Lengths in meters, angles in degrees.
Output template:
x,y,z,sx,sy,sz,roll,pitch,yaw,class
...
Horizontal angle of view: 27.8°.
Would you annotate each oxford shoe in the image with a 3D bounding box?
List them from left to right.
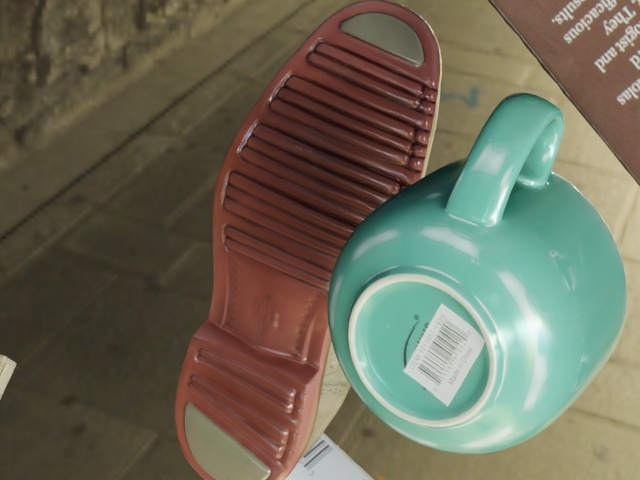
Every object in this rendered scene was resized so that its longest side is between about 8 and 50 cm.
x,y,z,sx,sy,sz,roll,pitch,yaw,class
0.000,0.000,0.867,0.123,0.348,0.130,30,24,16,oxford shoe

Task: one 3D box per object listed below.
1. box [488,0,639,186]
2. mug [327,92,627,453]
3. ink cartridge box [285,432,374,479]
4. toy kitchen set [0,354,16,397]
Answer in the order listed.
x,y,z,sx,sy,sz,roll,pitch,yaw,class
0.180,-0.165,0.642,0.191,0.143,0.381,-31,82,-45,box
0.064,0.022,0.607,0.129,0.158,0.097,-12,12,35,mug
0.021,0.312,1.252,0.303,0.307,0.072,39,64,20,ink cartridge box
-0.284,0.099,0.936,0.083,0.075,0.068,11,69,28,toy kitchen set
